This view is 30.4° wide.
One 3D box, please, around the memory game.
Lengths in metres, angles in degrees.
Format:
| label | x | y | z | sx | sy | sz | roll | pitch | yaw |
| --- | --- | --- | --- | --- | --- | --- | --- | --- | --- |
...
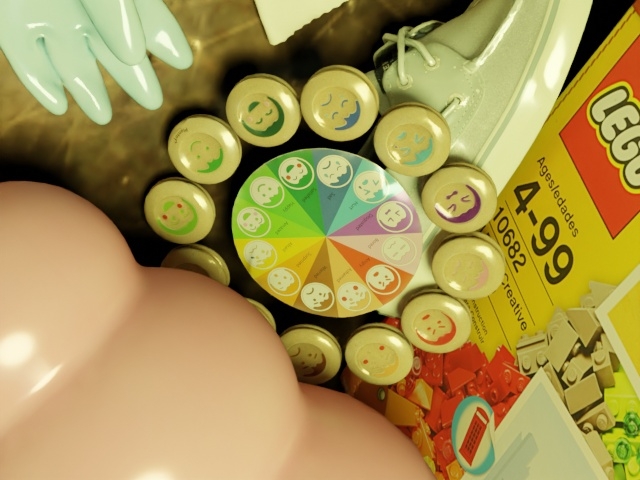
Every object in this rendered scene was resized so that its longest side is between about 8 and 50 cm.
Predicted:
| label | x | y | z | sx | sy | sz | roll | pitch | yaw |
| --- | --- | --- | --- | --- | --- | --- | --- | --- | --- |
| memory game | 0.000 | 0.000 | 0.591 | 0.186 | 0.012 | 0.186 | 5 | 121 | 9 |

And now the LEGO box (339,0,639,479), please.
| label | x | y | z | sx | sy | sz | roll | pitch | yaw |
| --- | --- | --- | --- | --- | --- | --- | --- | --- | --- |
| LEGO box | 0.234 | 0.170 | 0.516 | 0.193 | 0.500 | 0.372 | 4 | 139 | -30 |

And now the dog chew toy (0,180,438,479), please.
| label | x | y | z | sx | sy | sz | roll | pitch | yaw |
| --- | --- | --- | --- | --- | --- | --- | --- | --- | --- |
| dog chew toy | -0.081 | 0.110 | 0.558 | 0.206 | 0.206 | 0.332 | -39 | 106 | 3 |

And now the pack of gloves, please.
| label | x | y | z | sx | sy | sz | roll | pitch | yaw |
| --- | --- | --- | --- | --- | --- | --- | --- | --- | --- |
| pack of gloves | -0.068 | -0.159 | 0.489 | 0.195 | 0.046 | 0.232 | -29 | 131 | -5 |

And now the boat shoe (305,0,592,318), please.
| label | x | y | z | sx | sy | sz | roll | pitch | yaw |
| --- | --- | --- | --- | --- | --- | --- | --- | --- | --- |
| boat shoe | 0.058 | -0.064 | 0.594 | 0.081 | 0.079 | 0.227 | 22 | 112 | -14 |
